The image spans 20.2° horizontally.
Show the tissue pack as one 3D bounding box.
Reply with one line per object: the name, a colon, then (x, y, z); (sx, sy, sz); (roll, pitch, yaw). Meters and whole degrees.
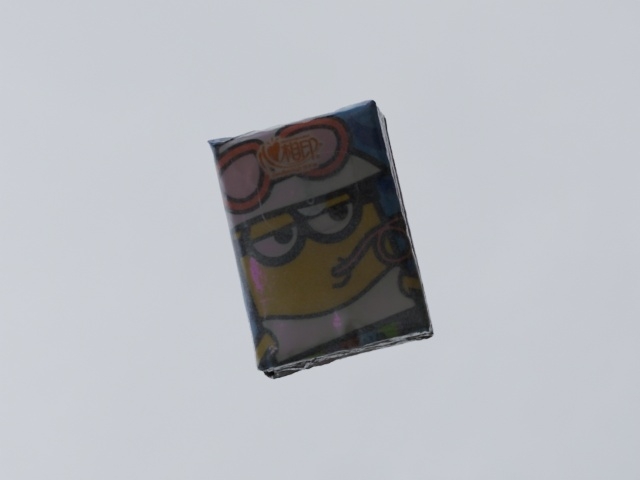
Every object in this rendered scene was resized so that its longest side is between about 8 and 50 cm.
tissue pack: (0.000, 0.000, 1.144); (0.116, 0.065, 0.155); (-14, -98, 6)
